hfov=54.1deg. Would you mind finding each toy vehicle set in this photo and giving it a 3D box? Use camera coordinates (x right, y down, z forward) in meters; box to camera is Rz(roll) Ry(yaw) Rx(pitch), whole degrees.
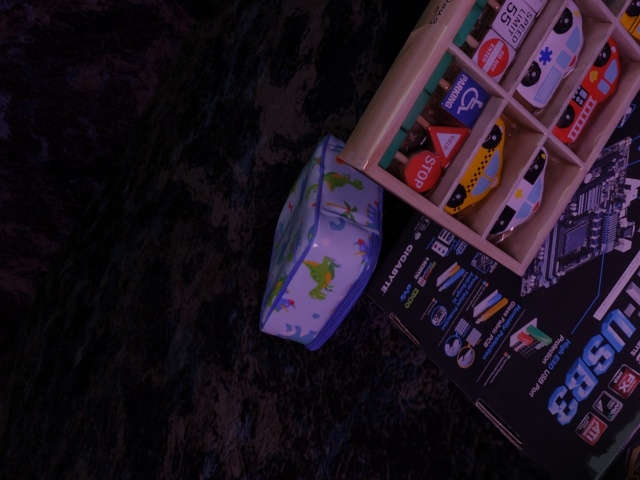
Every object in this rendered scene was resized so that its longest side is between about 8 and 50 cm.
[{"bbox_3d":[0.146,-0.126,0.419,0.267,0.165,0.035,-59,31,5],"label":"toy vehicle set"}]

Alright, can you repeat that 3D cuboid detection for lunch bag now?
[{"bbox_3d":[0.000,0.000,0.702,0.219,0.090,0.176,-84,21,-51],"label":"lunch bag"}]

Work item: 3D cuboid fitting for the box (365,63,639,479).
[{"bbox_3d":[0.194,-0.006,0.483,0.296,0.073,0.293,-59,32,7],"label":"box"}]
